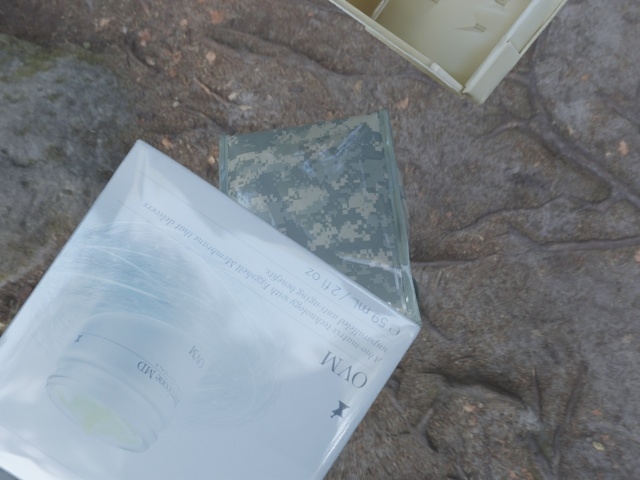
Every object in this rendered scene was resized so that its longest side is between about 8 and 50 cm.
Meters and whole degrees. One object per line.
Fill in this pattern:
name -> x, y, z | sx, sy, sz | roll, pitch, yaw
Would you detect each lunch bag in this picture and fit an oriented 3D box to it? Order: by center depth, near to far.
lunch bag -> 0.000, 0.000, 0.736 | 0.235, 0.169, 0.287 | -8, 65, 9

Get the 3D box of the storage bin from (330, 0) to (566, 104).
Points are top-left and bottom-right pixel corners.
storage bin -> 0.179, -0.355, 0.729 | 0.262, 0.123, 0.260 | -52, 56, 16

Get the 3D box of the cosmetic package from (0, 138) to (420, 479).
cosmetic package -> -0.089, 0.088, 0.420 | 0.224, 0.138, 0.225 | 33, 88, -2

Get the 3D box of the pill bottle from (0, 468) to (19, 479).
pill bottle -> -0.404, 0.291, 0.557 | 0.146, 0.264, 0.146 | -9, 77, 42
